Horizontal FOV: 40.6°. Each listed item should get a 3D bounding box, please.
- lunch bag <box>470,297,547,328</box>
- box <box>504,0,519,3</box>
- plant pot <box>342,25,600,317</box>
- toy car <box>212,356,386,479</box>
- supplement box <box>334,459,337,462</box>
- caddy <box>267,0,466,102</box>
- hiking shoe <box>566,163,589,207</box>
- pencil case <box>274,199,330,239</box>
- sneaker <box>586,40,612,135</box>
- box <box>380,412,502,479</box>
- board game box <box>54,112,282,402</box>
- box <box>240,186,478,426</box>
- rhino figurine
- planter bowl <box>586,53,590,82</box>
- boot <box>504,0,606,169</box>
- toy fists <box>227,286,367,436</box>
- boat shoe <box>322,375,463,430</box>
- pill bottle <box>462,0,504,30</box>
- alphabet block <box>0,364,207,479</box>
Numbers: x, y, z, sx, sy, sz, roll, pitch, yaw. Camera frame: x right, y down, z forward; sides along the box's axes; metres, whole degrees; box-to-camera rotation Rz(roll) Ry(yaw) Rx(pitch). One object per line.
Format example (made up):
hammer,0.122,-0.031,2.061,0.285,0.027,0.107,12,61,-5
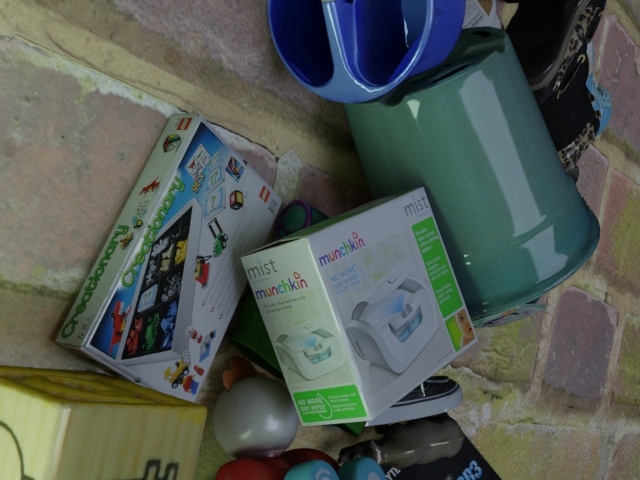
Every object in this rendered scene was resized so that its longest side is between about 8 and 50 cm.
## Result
lunch bag,0.341,0.061,1.610,0.223,0.160,0.262,3,119,-56
box,0.336,-0.559,1.585,0.184,0.045,0.190,17,83,-48
plant pot,0.206,-0.115,1.292,0.341,0.341,0.334,-45,122,-38
toy car,-0.064,0.265,1.138,0.210,0.219,0.238,16,55,-52
supplement box,-0.007,0.375,1.312,0.083,0.043,0.055,-40,126,-42
caddy,0.049,-0.349,1.097,0.179,0.241,0.341,-22,113,-53
hiking shoe,0.525,-0.071,1.905,0.114,0.086,0.227,-39,121,-25
pencil case,0.000,0.000,1.236,0.152,0.064,0.070,34,41,-49
sneaker,0.540,-0.342,1.829,0.208,0.127,0.319,-29,126,-46
box,0.206,0.470,1.442,0.293,0.073,0.295,52,42,8
board game box,-0.166,0.028,1.030,0.193,0.053,0.305,46,59,-45
box,0.056,0.078,1.115,0.262,0.127,0.231,-23,95,-48
rhino figurine,0.125,0.322,1.364,0.243,0.106,0.073,-4,91,-36
planter bowl,0.436,-0.340,1.682,0.109,0.162,0.162,-59,144,-67
boot,0.434,-0.324,1.528,0.377,0.138,0.284,-61,145,-27
toy fists,-0.003,0.146,1.205,0.279,0.096,0.142,44,70,-27
boat shoe,0.118,0.233,1.399,0.306,0.113,0.105,-1,85,-38
pill bottle,0.205,-0.378,1.379,0.229,0.131,0.131,33,70,-50
alphabet block,-0.254,0.238,0.851,0.193,0.192,0.197,16,82,-54
